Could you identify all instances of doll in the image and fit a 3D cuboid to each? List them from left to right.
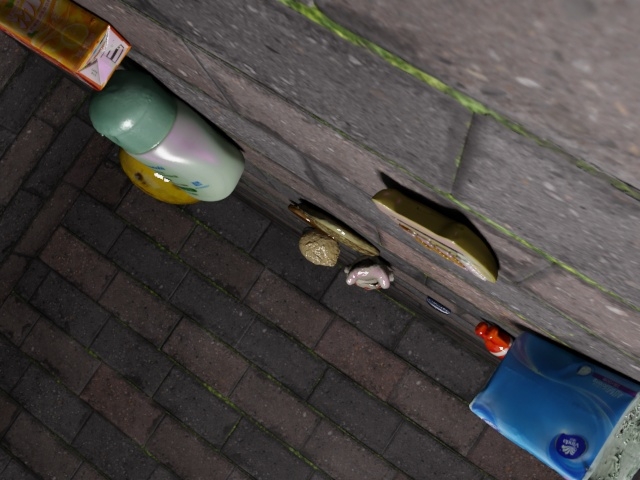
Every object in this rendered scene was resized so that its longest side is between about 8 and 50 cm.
[{"bbox_3d":[0.132,0.089,1.666,0.149,0.095,0.192,3,174,6],"label":"doll"},{"bbox_3d":[0.484,0.289,1.457,0.245,0.076,0.142,38,177,-8],"label":"doll"}]

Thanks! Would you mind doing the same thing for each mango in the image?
[{"bbox_3d":[-0.493,-0.241,1.983,0.301,0.220,0.445,31,180,5],"label":"mango"}]

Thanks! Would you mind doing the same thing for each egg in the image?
[{"bbox_3d":[-0.002,0.022,1.886,0.140,0.118,0.116,24,158,12],"label":"egg"}]

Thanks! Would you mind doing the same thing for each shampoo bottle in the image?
[{"bbox_3d":[-0.320,-0.217,1.234,0.222,0.151,0.349,23,170,34],"label":"shampoo bottle"}]

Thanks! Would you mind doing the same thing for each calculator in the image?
[{"bbox_3d":[0.159,-0.002,0.782,0.157,0.033,0.236,31,178,30],"label":"calculator"}]

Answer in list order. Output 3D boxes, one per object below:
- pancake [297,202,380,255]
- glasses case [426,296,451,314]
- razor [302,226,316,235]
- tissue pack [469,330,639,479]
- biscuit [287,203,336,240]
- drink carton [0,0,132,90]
[{"bbox_3d":[0.041,-0.025,1.529,0.250,0.031,0.250,33,177,2],"label":"pancake"},{"bbox_3d":[0.357,0.202,1.816,0.083,0.023,0.033,34,175,11],"label":"glasses case"},{"bbox_3d":[0.000,0.000,2.065,0.090,0.054,0.148,31,175,37],"label":"razor"},{"bbox_3d":[0.437,0.305,1.067,0.146,0.198,0.263,39,174,-31],"label":"tissue pack"},{"bbox_3d":[-0.018,-0.055,1.720,0.175,0.026,0.124,34,178,3],"label":"biscuit"},{"bbox_3d":[-0.427,-0.342,0.961,0.223,0.096,0.071,32,176,14],"label":"drink carton"}]
